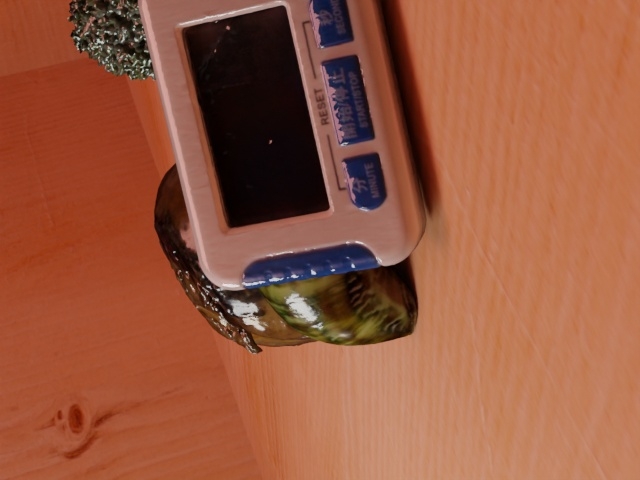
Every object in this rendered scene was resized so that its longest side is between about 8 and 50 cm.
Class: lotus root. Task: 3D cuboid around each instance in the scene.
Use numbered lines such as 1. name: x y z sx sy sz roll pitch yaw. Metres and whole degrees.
1. lotus root: -0.061 0.005 1.297 0.272 0.192 0.272 161 90 -73

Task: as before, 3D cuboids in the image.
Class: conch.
1. conch: -0.003 0.000 1.107 0.187 0.124 0.181 77 175 -54

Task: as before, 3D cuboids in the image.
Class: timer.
1. timer: -0.026 -0.098 0.965 0.078 0.178 0.253 -39 -61 -70

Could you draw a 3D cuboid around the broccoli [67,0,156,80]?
1. broccoli: -0.114 -0.278 1.148 0.361 0.221 0.252 -105 9 -77
